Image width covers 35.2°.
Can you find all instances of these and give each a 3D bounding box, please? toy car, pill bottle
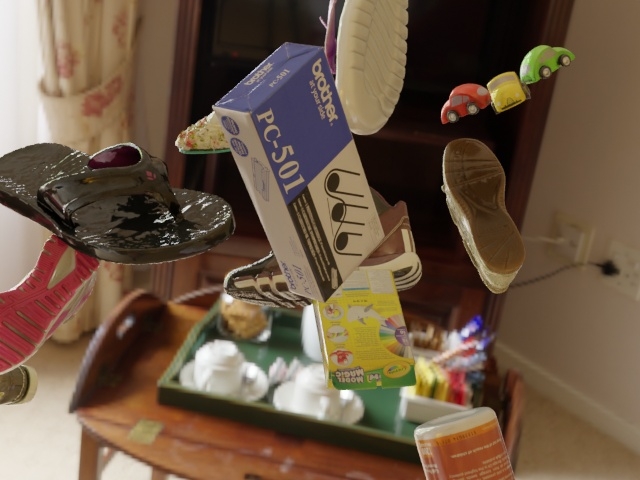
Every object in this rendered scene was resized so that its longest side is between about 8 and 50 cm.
[{"bbox_3d":[0.329,-0.277,1.709,0.225,0.053,0.239,-32,12,-17],"label":"toy car"},{"bbox_3d":[0.217,0.354,1.422,0.121,0.216,0.121,-16,-5,-2],"label":"pill bottle"}]

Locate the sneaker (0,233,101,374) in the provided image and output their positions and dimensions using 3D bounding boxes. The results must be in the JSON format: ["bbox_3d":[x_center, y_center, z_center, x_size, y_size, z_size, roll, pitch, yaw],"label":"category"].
[{"bbox_3d":[-0.400,0.095,1.446,0.103,0.252,0.111,43,-10,7],"label":"sneaker"}]

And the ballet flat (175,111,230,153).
[{"bbox_3d":[-0.094,-0.173,1.489,0.241,0.077,0.091,-3,21,-9],"label":"ballet flat"}]

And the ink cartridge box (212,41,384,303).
[{"bbox_3d":[-0.013,-0.054,0.863,0.046,0.207,0.097,16,50,38],"label":"ink cartridge box"}]

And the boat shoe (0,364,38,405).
[{"bbox_3d":[-0.725,0.314,2.103,0.305,0.109,0.091,-17,-21,30],"label":"boat shoe"}]

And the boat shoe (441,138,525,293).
[{"bbox_3d":[0.263,-0.047,1.690,0.105,0.089,0.285,-4,55,-6],"label":"boat shoe"}]

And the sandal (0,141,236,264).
[{"bbox_3d":[-0.308,-0.073,1.361,0.446,0.107,0.167,17,42,34],"label":"sandal"}]

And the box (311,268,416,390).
[{"bbox_3d":[0.051,0.113,1.215,0.105,0.043,0.179,-2,43,-8],"label":"box"}]

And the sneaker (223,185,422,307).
[{"bbox_3d":[0.000,0.000,1.427,0.281,0.162,0.106,-7,-20,12],"label":"sneaker"}]

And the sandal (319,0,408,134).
[{"bbox_3d":[0.057,-0.331,1.496,0.102,0.416,0.169,-8,-30,30],"label":"sandal"}]
